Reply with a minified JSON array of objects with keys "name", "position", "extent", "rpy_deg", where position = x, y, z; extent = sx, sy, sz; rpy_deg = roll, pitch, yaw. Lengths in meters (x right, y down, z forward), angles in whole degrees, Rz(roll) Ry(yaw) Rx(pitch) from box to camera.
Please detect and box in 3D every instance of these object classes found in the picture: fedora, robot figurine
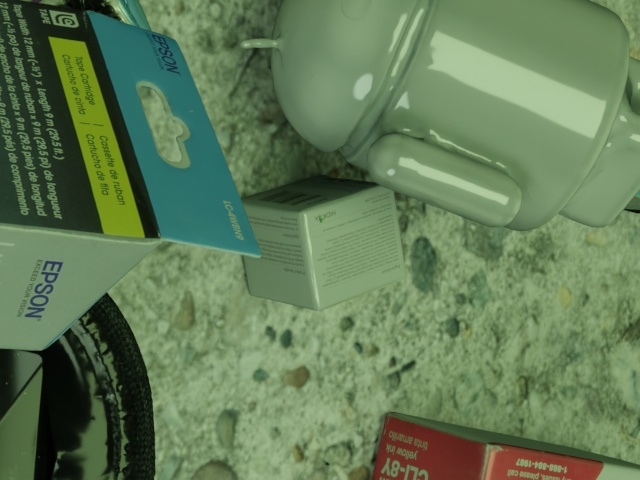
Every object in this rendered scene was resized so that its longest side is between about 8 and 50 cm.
[{"name":"fedora","position":[-0.275,0.154,1.065],"extent":[0.334,0.152,0.334],"rpy_deg":[-1,91,-37]},{"name":"robot figurine","position":[0.109,-0.135,1.257],"extent":[0.353,0.200,0.300],"rpy_deg":[22,41,-11]}]

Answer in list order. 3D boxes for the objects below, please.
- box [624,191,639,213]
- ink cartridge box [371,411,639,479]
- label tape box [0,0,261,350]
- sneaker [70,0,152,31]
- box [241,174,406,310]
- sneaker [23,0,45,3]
[{"name":"box","position":[0.268,-0.075,1.480],"extent":[0.244,0.100,0.060],"rpy_deg":[14,86,-37]},{"name":"ink cartridge box","position":[0.163,0.376,1.415],"extent":[0.279,0.160,0.385],"rpy_deg":[15,86,-37]},{"name":"label tape box","position":[-0.240,-0.053,0.973],"extent":[0.347,0.249,0.115],"rpy_deg":[7,129,-29]},{"name":"sneaker","position":[-0.155,-0.204,1.172],"extent":[0.073,0.063,0.162],"rpy_deg":[-39,117,-31]},{"name":"box","position":[0.000,0.000,1.286],"extent":[0.102,0.101,0.087],"rpy_deg":[-18,106,-34]},{"name":"sneaker","position":[-0.226,-0.260,1.091],"extent":[0.305,0.152,0.114],"rpy_deg":[-48,138,3]}]
